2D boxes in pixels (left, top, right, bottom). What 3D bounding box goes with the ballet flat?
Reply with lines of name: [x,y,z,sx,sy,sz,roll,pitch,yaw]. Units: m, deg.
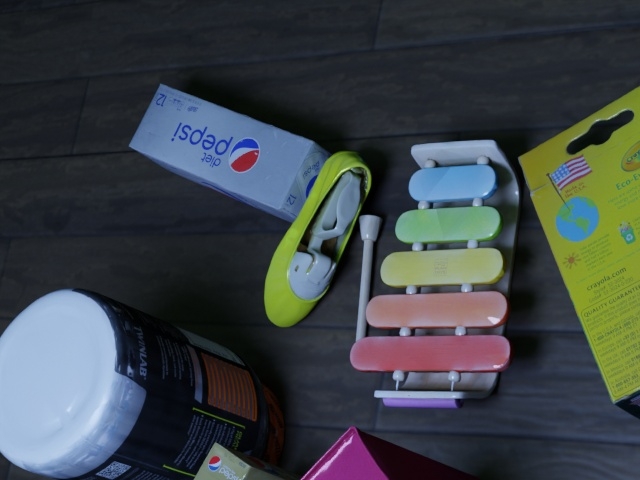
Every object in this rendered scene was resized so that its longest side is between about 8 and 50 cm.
ballet flat: [0.000,0.000,1.964,0.077,0.077,0.231,22,87,64]

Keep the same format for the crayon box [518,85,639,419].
crayon box: [0.355,0.002,1.728,0.202,0.081,0.318,-30,58,22]

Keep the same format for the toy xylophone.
toy xylophone: [0.123,0.047,1.871,0.236,0.081,0.323,-11,65,32]

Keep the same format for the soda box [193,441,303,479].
soda box: [-0.061,0.284,1.839,0.061,0.181,0.058,28,89,38]

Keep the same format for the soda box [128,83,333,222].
soda box: [-0.107,-0.106,2.086,0.286,0.091,0.098,22,84,38]

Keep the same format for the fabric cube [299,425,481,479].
fabric cube: [0.075,0.383,1.657,0.254,0.258,0.259,-46,52,12]

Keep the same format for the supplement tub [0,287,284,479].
supplement tub: [-0.201,0.194,1.872,0.207,0.338,0.207,-14,64,31]
